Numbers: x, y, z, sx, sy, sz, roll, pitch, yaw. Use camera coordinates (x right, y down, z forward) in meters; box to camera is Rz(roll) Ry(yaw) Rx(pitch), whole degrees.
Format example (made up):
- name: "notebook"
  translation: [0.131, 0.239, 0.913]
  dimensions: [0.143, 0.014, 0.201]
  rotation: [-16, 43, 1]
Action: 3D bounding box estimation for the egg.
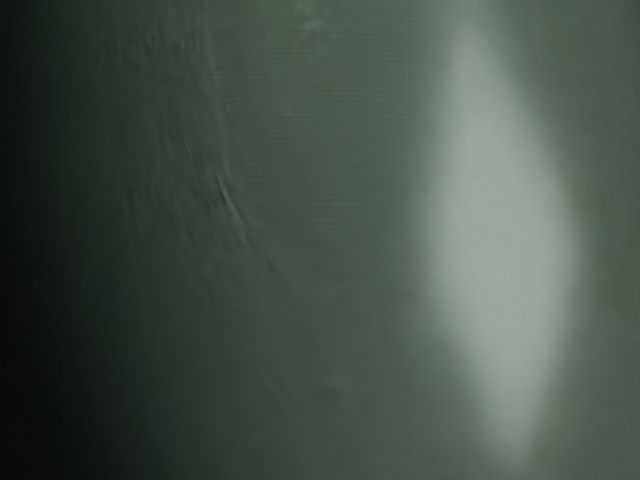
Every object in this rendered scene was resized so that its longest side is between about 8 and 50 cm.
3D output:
- name: "egg"
  translation: [0.000, 0.000, 0.527]
  dimensions: [0.230, 0.230, 0.371]
  rotation: [23, 48, -40]
